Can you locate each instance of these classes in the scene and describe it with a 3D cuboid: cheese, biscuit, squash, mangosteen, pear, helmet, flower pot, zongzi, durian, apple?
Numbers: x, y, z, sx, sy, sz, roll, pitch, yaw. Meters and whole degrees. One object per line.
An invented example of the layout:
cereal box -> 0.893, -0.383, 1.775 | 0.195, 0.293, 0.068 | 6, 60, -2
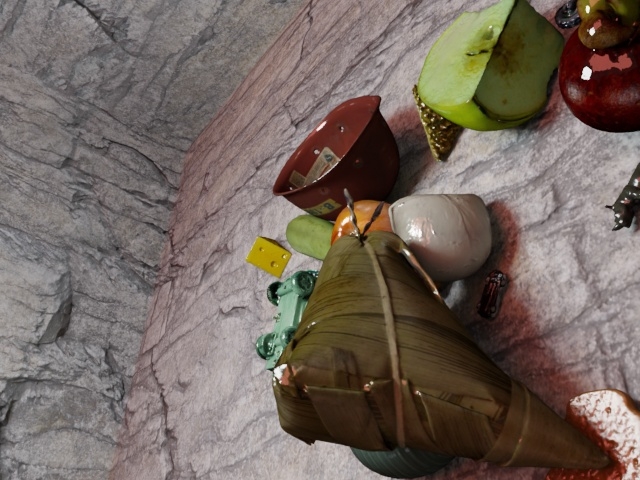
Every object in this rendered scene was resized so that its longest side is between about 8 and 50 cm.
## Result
cheese -> -0.171, 0.044, 2.023 | 0.093, 0.126, 0.171 | -62, 7, 2
biscuit -> 0.384, 0.358, 0.785 | 0.202, 0.047, 0.334 | -29, 46, 42
squash -> 0.006, -0.003, 1.686 | 0.370, 0.118, 0.118 | 18, 84, 64
mangosteen -> 0.470, -0.295, 0.947 | 0.215, 0.258, 0.215 | -25, 31, 16
pear -> 0.340, -0.348, 1.309 | 0.282, 0.176, 0.287 | 9, 72, 61
helmet -> 0.079, -0.178, 1.571 | 0.385, 0.230, 0.338 | -16, 37, 51
cheese -> 0.244, -0.011, 1.201 | 0.154, 0.198, 0.189 | 103, 163, -61
flower pot -> 0.150, 0.329, 1.110 | 0.243, 0.157, 0.189 | -31, 41, 38
zongzi -> 0.204, 0.146, 1.029 | 0.500, 0.466, 0.218 | -68, -16, -51
durian -> 0.275, -0.309, 1.484 | 0.252, 0.144, 0.139 | -104, 24, -44
apple -> 0.117, 0.005, 1.430 | 0.209, 0.164, 0.210 | -37, 40, 41

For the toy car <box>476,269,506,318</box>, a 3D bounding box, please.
toy car -> 0.320, 0.100, 1.139 | 0.041, 0.025, 0.093 | 18, 87, 61

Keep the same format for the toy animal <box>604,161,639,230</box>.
toy animal -> 0.493, -0.072, 0.953 | 0.136, 0.047, 0.065 | -62, 22, 9

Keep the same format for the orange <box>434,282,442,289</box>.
orange -> 0.216, 0.079, 1.286 | 0.083, 0.083, 0.084 | -41, 35, 39

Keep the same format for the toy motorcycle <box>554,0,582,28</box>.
toy motorcycle -> 0.548, -0.457, 1.144 | 0.213, 0.082, 0.122 | 11, 77, 51

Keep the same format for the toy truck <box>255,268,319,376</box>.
toy truck -> -0.058, 0.214, 1.576 | 0.155, 0.156, 0.279 | -27, 45, 51
